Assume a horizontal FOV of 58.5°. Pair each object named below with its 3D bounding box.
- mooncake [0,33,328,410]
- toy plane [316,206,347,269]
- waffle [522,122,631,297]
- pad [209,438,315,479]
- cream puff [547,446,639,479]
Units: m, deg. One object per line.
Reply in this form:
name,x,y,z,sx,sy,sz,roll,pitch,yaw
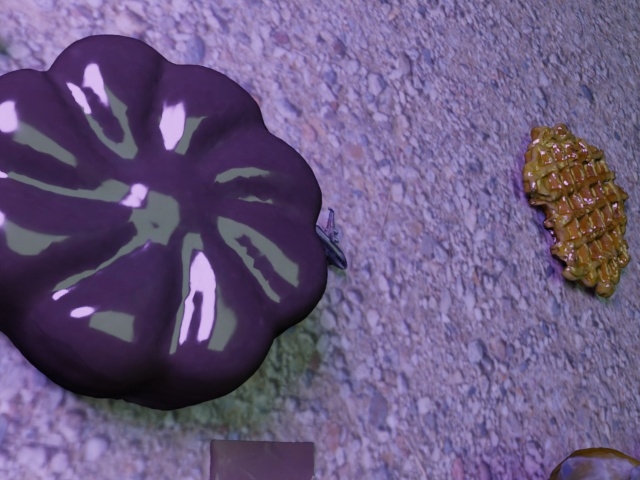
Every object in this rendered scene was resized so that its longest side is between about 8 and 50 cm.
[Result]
mooncake,-0.137,-0.011,0.471,0.305,0.154,0.306,10,69,-28
toy plane,0.000,0.000,0.629,0.083,0.031,0.078,52,54,-7
waffle,0.409,-0.054,0.909,0.291,0.051,0.291,11,69,-31
pad,-0.053,0.279,0.512,0.113,0.006,0.188,12,65,-29
cream puff,0.368,0.372,0.555,0.275,0.378,0.379,35,55,-43
